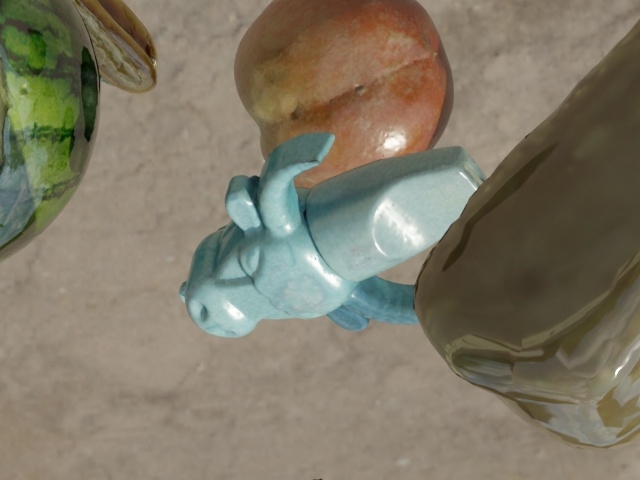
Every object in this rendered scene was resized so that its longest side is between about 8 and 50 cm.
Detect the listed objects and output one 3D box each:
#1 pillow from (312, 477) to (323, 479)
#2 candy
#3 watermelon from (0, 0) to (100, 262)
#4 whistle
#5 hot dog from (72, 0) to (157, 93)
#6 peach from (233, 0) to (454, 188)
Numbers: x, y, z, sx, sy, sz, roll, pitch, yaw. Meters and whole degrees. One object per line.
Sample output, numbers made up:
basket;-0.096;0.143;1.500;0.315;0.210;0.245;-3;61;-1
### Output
pillow;-0.005;0.292;0.808;0.084;0.236;0.223;-1;135;5
candy;0.148;-0.022;0.527;0.234;0.102;0.104;-50;138;3
watermelon;-0.299;-0.140;1.187;0.189;0.331;0.331;-10;155;-49
whistle;0.000;0.000;1.003;0.274;0.093;0.186;-23;127;30
hot dog;-0.252;-0.239;1.343;0.068;0.100;0.249;-32;126;15
peach;0.031;-0.176;1.517;0.252;0.252;0.252;-6;145;-4
